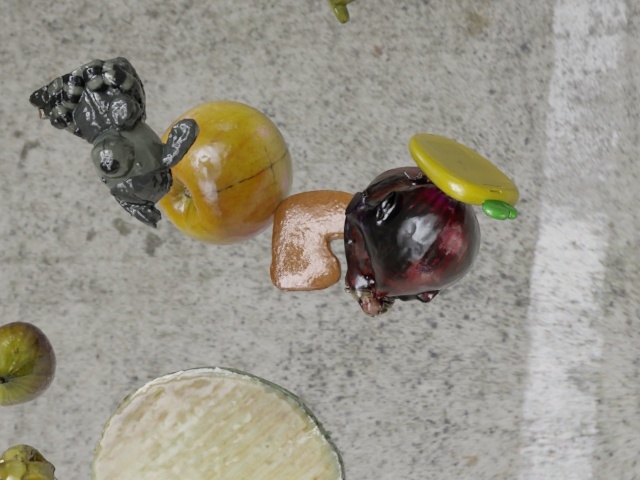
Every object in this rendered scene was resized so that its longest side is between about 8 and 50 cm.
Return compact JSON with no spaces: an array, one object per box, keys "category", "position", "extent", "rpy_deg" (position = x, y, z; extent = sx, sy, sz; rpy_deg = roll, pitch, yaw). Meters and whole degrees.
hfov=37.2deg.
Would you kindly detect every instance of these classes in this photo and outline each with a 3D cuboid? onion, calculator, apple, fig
[{"category":"onion","position":[0.155,-0.008,1.528],"extent":[0.221,0.281,0.281],"rpy_deg":[37,100,-14]},{"category":"calculator","position":[0.217,-0.099,1.418],"extent":[0.235,0.146,0.032],"rpy_deg":[52,129,47]},{"category":"apple","position":[-0.188,-0.126,1.825],"extent":[0.286,0.286,0.233],"rpy_deg":[32,52,25]},{"category":"fig","position":[-0.587,0.233,1.737],"extent":[0.143,0.231,0.160],"rpy_deg":[26,97,18]}]

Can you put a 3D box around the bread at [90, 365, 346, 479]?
[{"category":"bread","position":[-0.103,0.248,0.966],"extent":[0.267,0.040,0.266],"rpy_deg":[1,104,2]}]

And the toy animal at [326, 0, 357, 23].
[{"category":"toy animal","position":[0.128,-0.461,1.396],"extent":[0.363,0.180,0.181],"rpy_deg":[-19,38,-5]}]

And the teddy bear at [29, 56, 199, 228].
[{"category":"teddy bear","position":[-0.273,-0.152,1.345],"extent":[0.171,0.144,0.251],"rpy_deg":[-38,86,12]}]

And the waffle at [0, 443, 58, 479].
[{"category":"waffle","position":[-0.192,0.147,0.383],"extent":[0.192,0.046,0.160],"rpy_deg":[-36,73,-25]}]

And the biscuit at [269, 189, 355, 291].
[{"category":"biscuit","position":[0.000,0.000,1.753],"extent":[0.186,0.036,0.192],"rpy_deg":[1,77,11]}]
